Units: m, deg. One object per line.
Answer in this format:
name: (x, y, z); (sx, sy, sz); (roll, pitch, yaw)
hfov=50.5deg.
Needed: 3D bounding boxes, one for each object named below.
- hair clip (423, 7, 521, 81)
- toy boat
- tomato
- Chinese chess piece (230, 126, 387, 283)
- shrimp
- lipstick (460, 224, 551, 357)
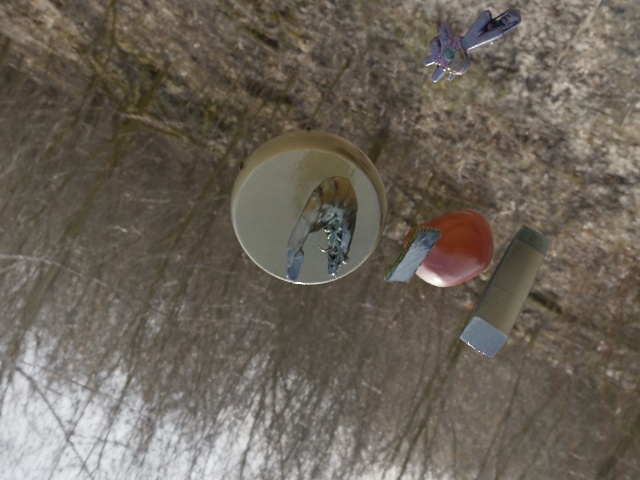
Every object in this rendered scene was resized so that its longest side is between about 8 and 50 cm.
hair clip: (0.351, -0.487, 1.664); (0.278, 0.090, 0.137); (-26, 91, 44)
toy boat: (0.157, 0.025, 1.155); (0.063, 0.115, 0.016); (5, -145, -45)
tomato: (0.349, 0.023, 1.798); (0.260, 0.260, 0.180); (39, -152, -76)
Chinese chess piece: (-0.019, -0.056, 1.161); (0.273, 0.273, 0.102); (29, -160, -11)
shrimp: (0.000, 0.000, 1.027); (0.051, 0.150, 0.217); (31, 147, 27)
lipstick: (0.341, 0.082, 1.228); (0.068, 0.066, 0.317); (33, -138, 10)
